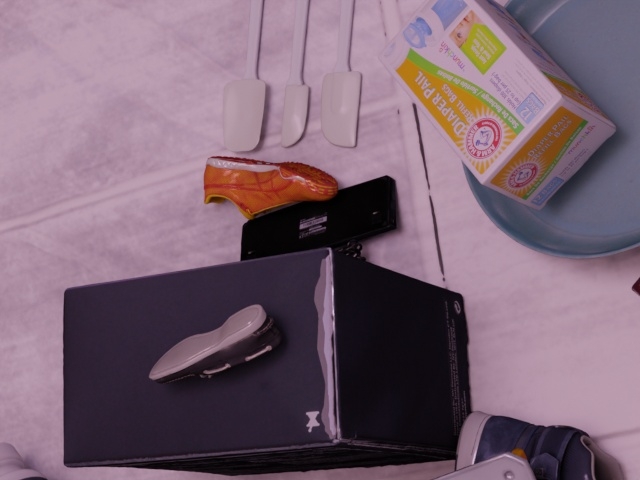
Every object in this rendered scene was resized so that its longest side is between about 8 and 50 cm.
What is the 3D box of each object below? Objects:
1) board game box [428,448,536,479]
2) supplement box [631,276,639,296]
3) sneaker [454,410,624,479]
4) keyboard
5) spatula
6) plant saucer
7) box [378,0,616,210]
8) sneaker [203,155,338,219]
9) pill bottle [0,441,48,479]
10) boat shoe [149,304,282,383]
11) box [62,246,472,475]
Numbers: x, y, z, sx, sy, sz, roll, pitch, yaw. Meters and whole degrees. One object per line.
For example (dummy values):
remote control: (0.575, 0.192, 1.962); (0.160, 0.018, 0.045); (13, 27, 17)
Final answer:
board game box: (0.096, 0.429, 1.317); (0.390, 0.050, 0.390); (-25, 88, 23)
supplement box: (0.410, -0.003, 1.272); (0.130, 0.073, 0.239); (45, 102, 28)
sneaker: (0.201, 0.280, 1.329); (0.163, 0.086, 0.226); (3, 82, 32)
keyboard: (0.000, 0.000, 1.531); (0.192, 0.038, 0.100); (-17, 50, 27)
spatula: (-0.029, -0.219, 1.587); (0.168, 0.019, 0.242); (-1, 80, 30)
plant saucer: (0.274, -0.133, 1.360); (0.317, 0.044, 0.317); (-13, 69, 37)
box: (0.166, -0.142, 1.357); (0.114, 0.103, 0.203); (-49, 51, 18)
sneaker: (-0.053, -0.054, 1.554); (0.175, 0.064, 0.067); (7, 98, 37)
pill bottle: (-0.341, 0.323, 1.610); (0.108, 0.108, 0.180); (-47, 62, 14)
boat shoe: (-0.090, 0.097, 1.211); (0.125, 0.038, 0.046); (-29, 24, 19)
box: (-0.044, 0.128, 1.373); (0.296, 0.294, 0.182); (-9, 77, 27)
